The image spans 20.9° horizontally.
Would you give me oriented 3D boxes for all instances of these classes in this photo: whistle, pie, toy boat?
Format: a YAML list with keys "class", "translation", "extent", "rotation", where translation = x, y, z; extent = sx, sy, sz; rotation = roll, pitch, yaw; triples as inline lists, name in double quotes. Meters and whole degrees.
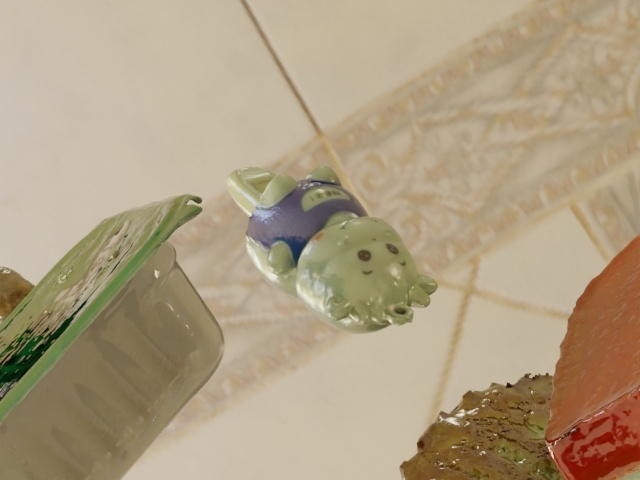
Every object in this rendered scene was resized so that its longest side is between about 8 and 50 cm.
- class: "whistle"
  translation: [0.000, 0.000, 1.363]
  extent: [0.110, 0.092, 0.244]
  rotation: [-14, 37, -28]
- class: "pie"
  translation: [0.203, 0.256, 1.507]
  extent: [0.288, 0.354, 0.103]
  rotation: [28, 126, 10]
- class: "toy boat"
  translation: [0.270, 0.099, 1.315]
  extent: [0.145, 0.332, 0.133]
  rotation: [-36, 101, 27]

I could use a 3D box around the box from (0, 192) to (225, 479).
- class: "box"
  translation: [-0.189, 0.124, 1.158]
  extent: [0.106, 0.264, 0.336]
  rotation: [46, 73, -14]

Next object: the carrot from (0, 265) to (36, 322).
- class: "carrot"
  translation: [-0.364, 0.049, 1.414]
  extent: [0.342, 0.070, 0.070]
  rotation: [-7, 72, 29]
